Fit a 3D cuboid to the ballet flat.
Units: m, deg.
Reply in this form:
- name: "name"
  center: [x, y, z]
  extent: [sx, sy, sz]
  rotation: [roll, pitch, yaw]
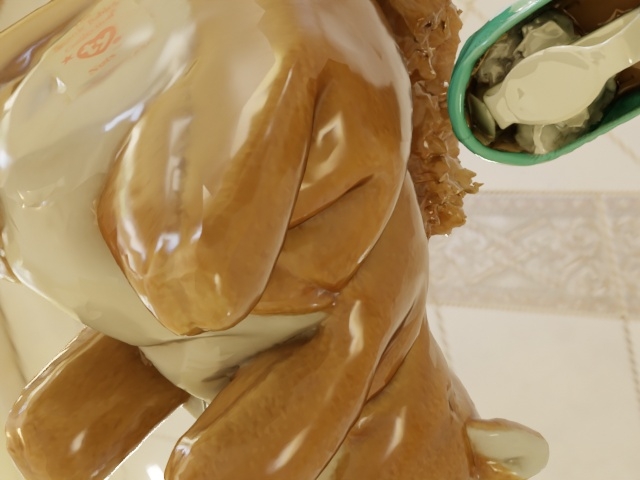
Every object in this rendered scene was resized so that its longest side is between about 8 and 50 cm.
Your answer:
- name: "ballet flat"
  center: [0.154, -0.097, 0.605]
  extent: [0.247, 0.087, 0.083]
  rotation: [-30, 106, 33]

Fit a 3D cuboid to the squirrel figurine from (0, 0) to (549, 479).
- name: "squirrel figurine"
  center: [0.000, 0.000, 0.804]
  extent: [0.281, 0.397, 0.370]
  rotation: [-3, 138, 38]
